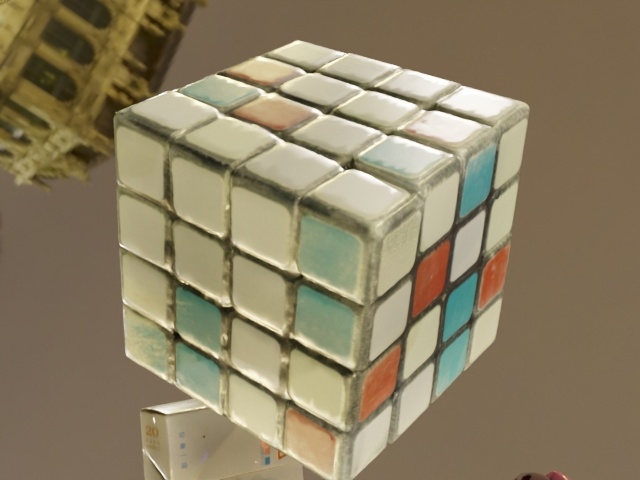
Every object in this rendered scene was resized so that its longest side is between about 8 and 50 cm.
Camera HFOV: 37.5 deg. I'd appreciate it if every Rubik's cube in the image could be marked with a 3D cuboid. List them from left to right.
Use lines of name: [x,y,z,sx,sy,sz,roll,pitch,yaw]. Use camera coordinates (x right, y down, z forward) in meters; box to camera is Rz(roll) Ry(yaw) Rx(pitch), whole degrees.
Rubik's cube: [0.000,0.001,0.812,0.259,0.256,0.253,22,-143,28]

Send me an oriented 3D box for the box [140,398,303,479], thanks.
box: [-0.089,0.267,0.917,0.067,0.149,0.233,-3,-89,53]

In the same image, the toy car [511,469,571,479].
toy car: [0.059,0.267,0.335,0.340,0.240,0.271,-47,165,-14]

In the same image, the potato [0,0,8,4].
potato: [-0.300,-0.307,0.832,0.105,0.085,0.188,-12,-87,56]
